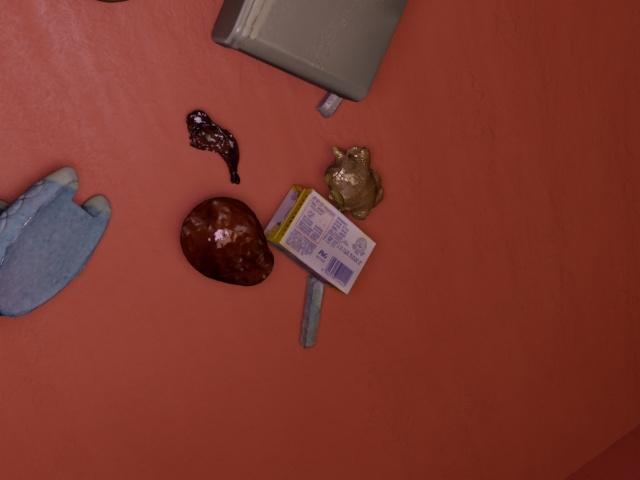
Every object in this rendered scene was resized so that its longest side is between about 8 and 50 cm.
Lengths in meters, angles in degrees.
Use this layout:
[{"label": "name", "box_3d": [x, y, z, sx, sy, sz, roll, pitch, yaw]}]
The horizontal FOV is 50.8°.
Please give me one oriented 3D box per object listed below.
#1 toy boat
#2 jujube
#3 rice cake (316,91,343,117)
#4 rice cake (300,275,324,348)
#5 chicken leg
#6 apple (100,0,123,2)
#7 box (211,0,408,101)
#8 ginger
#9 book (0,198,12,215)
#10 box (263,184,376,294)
[{"label": "toy boat", "box_3d": [-0.590, 0.001, 1.390, 0.330, 0.123, 0.215, -58, 154, -12]}, {"label": "jujube", "box_3d": [-0.210, 0.013, 1.582, 0.190, 0.190, 0.255, -48, 132, -4]}, {"label": "rice cake", "box_3d": [0.061, -0.392, 1.651, 0.047, 0.036, 0.206, 32, 93, -20]}, {"label": "rice cake", "box_3d": [-0.024, 0.195, 1.833, 0.043, 0.034, 0.210, -5, 111, -36]}, {"label": "chicken leg", "box_3d": [-0.233, -0.216, 1.551, 0.093, 0.053, 0.205, -37, 118, 16]}, {"label": "apple", "box_3d": [-0.390, -0.572, 1.219, 0.234, 0.257, 0.257, 40, 87, -3]}, {"label": "box", "box_3d": [-0.007, -0.525, 1.468, 0.344, 0.177, 0.352, 19, 99, -30]}, {"label": "ginger", "box_3d": [0.084, -0.153, 1.716, 0.157, 0.102, 0.216, -43, 123, -16]}, {"label": "book", "box_3d": [-0.703, -0.010, 1.305, 0.215, 0.025, 0.283, -51, 156, 0]}, {"label": "box", "box_3d": [0.000, 0.000, 1.714, 0.265, 0.097, 0.168, 37, 76, -35]}]
